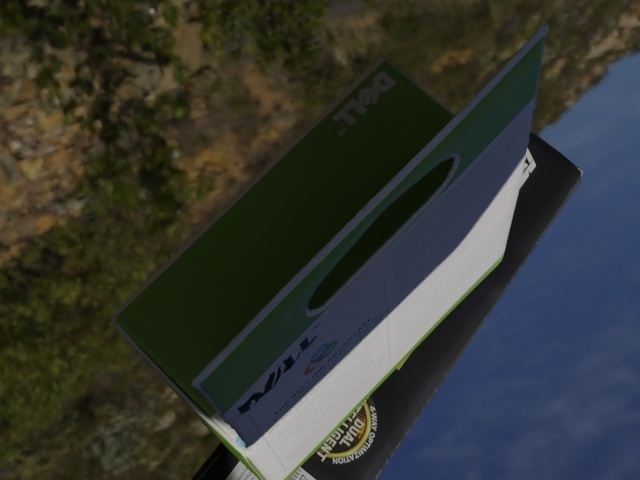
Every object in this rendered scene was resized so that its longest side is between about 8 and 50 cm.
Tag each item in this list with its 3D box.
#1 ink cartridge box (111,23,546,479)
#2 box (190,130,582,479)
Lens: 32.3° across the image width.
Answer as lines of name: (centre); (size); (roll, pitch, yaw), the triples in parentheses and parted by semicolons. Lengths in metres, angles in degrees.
ink cartridge box: (0.000, 0.000, 0.506); (0.189, 0.097, 0.255); (-45, 163, -11)
box: (0.004, 0.123, 0.803); (0.395, 0.097, 0.318); (-51, 177, -29)
